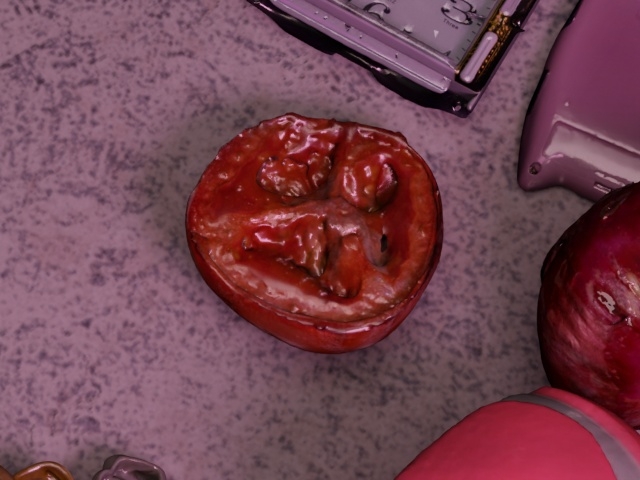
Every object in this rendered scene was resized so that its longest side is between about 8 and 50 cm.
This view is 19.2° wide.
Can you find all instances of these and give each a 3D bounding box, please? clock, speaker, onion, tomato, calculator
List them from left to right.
[{"bbox_3d":[0.001,0.003,1.629,0.228,0.101,0.228,1,59,-2],"label":"tomato"},{"bbox_3d":[0.073,-0.242,1.706,0.253,0.083,0.186,30,76,9],"label":"clock"},{"bbox_3d":[0.139,0.256,1.443,0.294,0.294,0.294,0,74,1],"label":"speaker"},{"bbox_3d":[0.303,-0.149,1.695,0.194,0.043,0.294,24,74,9],"label":"calculator"},{"bbox_3d":[0.284,0.040,1.544,0.246,0.246,0.190,-31,66,-8],"label":"onion"}]

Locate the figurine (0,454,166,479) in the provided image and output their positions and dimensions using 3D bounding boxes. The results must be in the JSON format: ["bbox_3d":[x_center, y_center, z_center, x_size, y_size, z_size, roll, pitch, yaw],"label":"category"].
[{"bbox_3d":[-0.250,0.298,1.509,0.285,0.167,0.342,53,38,11],"label":"figurine"}]
